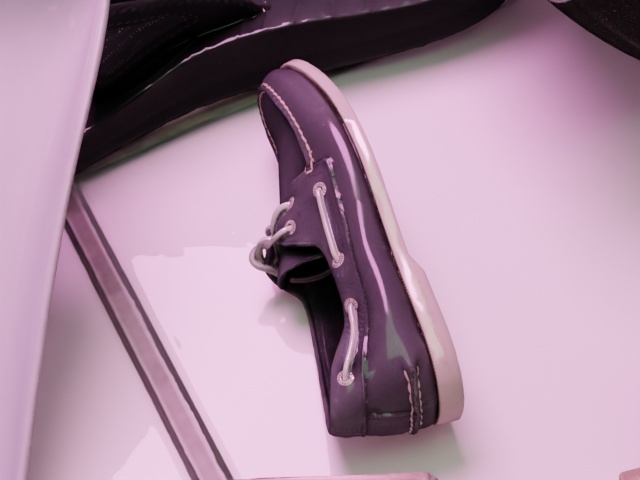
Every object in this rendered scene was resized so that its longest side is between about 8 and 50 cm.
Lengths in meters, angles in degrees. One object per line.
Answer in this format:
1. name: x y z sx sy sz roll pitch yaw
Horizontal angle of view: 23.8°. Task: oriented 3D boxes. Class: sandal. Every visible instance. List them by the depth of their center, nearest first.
1. sandal: -0.109 -0.134 0.787 0.446 0.107 0.167 -22 55 -10

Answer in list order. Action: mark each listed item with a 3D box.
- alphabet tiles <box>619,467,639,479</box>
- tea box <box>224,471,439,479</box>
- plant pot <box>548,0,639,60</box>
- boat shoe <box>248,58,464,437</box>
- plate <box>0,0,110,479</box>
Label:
1. alphabet tiles: 0.213 0.088 0.541 0.198 0.009 0.237 -14 37 0
2. tea box: -0.117 0.232 0.385 0.324 0.329 0.220 -4 53 2
3. plant pot: 0.183 -0.191 0.746 0.187 0.167 0.188 -35 54 15
4. boat shoe: 0.000 0.000 0.702 0.065 0.075 0.206 -17 59 -11
5. plate: -0.241 -0.004 0.687 0.278 0.045 0.277 7 85 10
